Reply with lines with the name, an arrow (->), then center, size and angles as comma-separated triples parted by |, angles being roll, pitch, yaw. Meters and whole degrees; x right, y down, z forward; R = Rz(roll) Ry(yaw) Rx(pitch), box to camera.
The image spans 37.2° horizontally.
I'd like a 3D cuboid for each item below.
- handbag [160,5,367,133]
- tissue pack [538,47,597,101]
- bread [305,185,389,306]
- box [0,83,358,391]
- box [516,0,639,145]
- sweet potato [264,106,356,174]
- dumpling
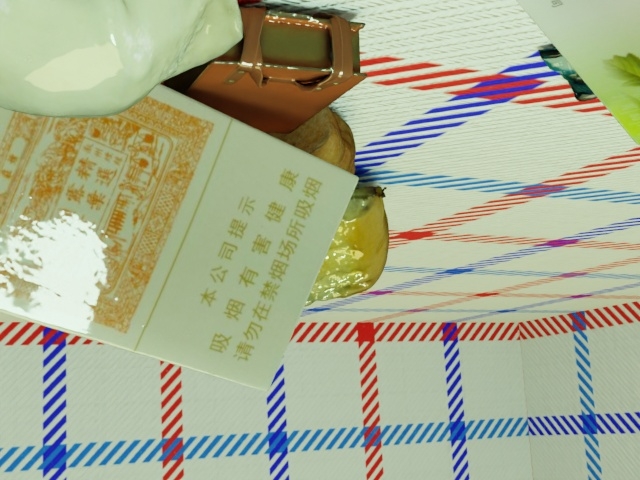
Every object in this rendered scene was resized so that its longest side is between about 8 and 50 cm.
handbag -> -0.053, -0.135, 0.791 | 0.127, 0.063, 0.190 | 2, 171, -22
tissue pack -> 0.257, -0.154, 0.868 | 0.085, 0.028, 0.138 | -10, 171, 29
bread -> 0.000, 0.000, 1.263 | 0.204, 0.162, 0.262 | -14, -176, -2
box -> -0.157, -0.026, 0.734 | 0.365, 0.204, 0.051 | 23, -179, -32
box -> 0.192, -0.158, 0.494 | 0.175, 0.062, 0.260 | -13, 142, 42
sweet potato -> -0.007, -0.088, 0.999 | 0.097, 0.097, 0.252 | -5, 176, 7
dumpling -> -0.149, -0.150, 0.580 | 0.216, 0.126, 0.166 | 13, 138, -12
